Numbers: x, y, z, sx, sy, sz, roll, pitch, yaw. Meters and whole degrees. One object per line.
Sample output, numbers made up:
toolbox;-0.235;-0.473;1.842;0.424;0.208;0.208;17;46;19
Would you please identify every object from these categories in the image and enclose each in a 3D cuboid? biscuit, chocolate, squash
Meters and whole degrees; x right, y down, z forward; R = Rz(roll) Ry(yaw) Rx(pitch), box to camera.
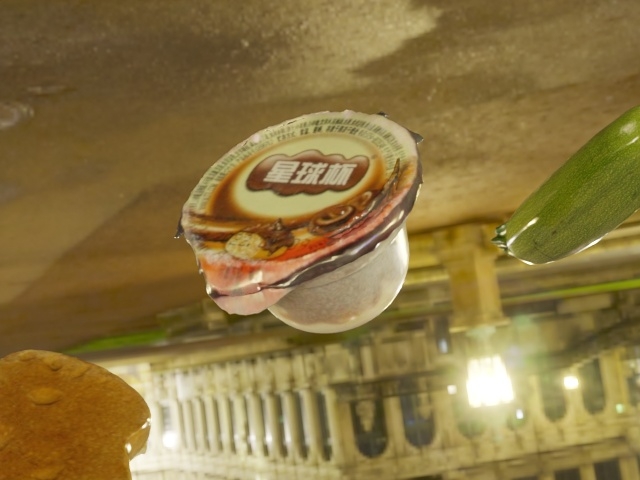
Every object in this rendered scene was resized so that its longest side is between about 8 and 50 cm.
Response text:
biscuit;-0.305;0.236;1.026;0.287;0.057;0.344;21;-149;20
chocolate;0.001;0.007;0.839;0.221;0.147;0.221;-15;-146;10
squash;0.208;-0.031;0.810;0.066;0.066;0.252;-5;158;-22
